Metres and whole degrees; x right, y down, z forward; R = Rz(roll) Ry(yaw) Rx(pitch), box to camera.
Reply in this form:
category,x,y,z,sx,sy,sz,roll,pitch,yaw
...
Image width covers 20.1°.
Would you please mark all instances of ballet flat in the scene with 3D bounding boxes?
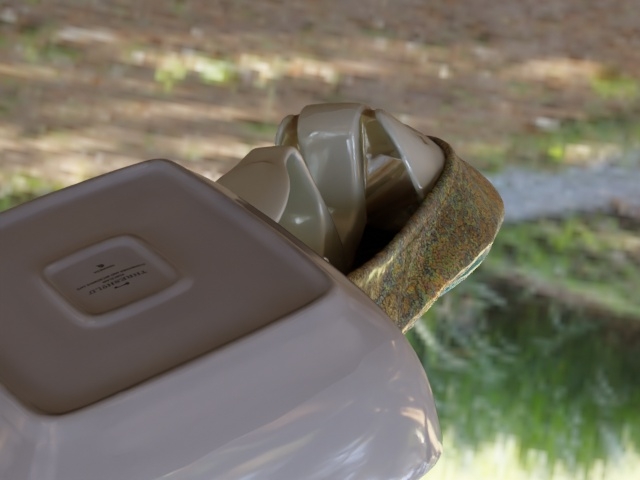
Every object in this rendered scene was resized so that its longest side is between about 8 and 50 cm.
category,x,y,z,sx,sy,sz,roll,pitch,yaw
ballet flat,0.000,0.000,0.822,0.123,0.123,0.348,6,-155,21

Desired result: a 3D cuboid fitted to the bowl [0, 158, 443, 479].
category,x,y,z,sx,sy,sz,roll,pitch,yaw
bowl,-0.054,0.030,0.481,0.142,0.053,0.142,-24,-141,-27
